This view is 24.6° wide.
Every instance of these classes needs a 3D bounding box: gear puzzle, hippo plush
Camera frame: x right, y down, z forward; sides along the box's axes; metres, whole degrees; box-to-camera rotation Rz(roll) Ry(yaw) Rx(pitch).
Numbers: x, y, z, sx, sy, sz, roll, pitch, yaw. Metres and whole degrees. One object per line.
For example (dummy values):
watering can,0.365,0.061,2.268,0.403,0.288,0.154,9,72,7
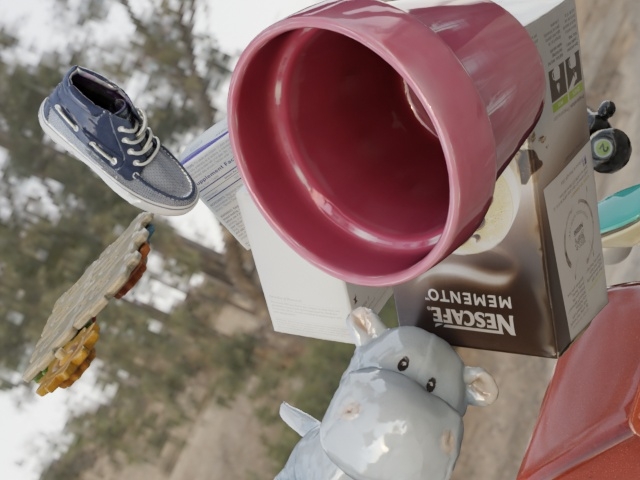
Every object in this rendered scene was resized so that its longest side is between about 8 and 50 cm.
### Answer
gear puzzle,-0.233,0.077,1.539,0.175,0.044,0.339,-45,13,11
hippo plush,0.073,0.205,1.320,0.236,0.234,0.294,-57,0,28

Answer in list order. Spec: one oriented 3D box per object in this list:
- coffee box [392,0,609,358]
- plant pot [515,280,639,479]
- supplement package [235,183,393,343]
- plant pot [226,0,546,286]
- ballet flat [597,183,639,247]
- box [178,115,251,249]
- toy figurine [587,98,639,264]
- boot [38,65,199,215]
coffee box,0.145,-0.058,1.306,0.119,0.168,0.297,-37,-58,-48
plant pot,0.405,0.189,1.627,0.236,0.267,0.267,113,179,-69
supplement package,0.000,0.000,1.495,0.105,0.105,0.179,-52,-41,-42
plant pot,0.064,-0.092,1.064,0.180,0.201,0.201,-33,-25,-43
ballet flat,0.407,-0.039,1.715,0.248,0.086,0.086,-34,19,37
box,-0.078,-0.081,1.731,0.126,0.137,0.072,-32,20,27
toy figurine,0.416,-0.088,1.914,0.148,0.210,0.213,-125,26,-61
boot,-0.195,-0.098,1.493,0.086,0.190,0.069,-40,22,54
